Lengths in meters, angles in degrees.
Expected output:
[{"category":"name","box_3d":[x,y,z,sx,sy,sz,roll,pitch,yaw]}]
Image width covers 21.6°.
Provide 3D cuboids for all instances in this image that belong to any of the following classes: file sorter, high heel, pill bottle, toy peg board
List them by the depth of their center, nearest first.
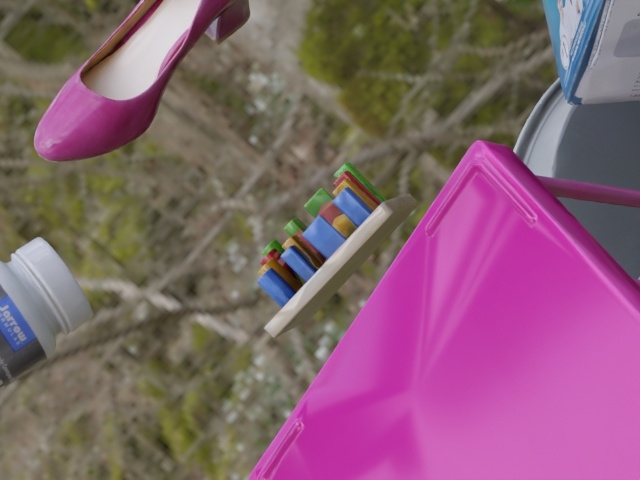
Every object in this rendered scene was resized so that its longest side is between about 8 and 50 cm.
[{"category":"file sorter","box_3d":[0.151,0.133,0.708,0.182,0.291,0.202,4,-52,-46]},{"category":"pill bottle","box_3d":[-0.223,0.061,1.097,0.137,0.078,0.078,-35,4,-14]},{"category":"high heel","box_3d":[-0.141,-0.165,1.349,0.244,0.082,0.117,-38,-27,-23]},{"category":"toy peg board","box_3d":[0.000,0.000,1.581,0.161,0.079,0.160,-47,-6,11]}]

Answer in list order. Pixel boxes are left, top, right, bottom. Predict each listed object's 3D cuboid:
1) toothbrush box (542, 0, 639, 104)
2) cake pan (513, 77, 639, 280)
[{"category":"toothbrush box","box_3d":[0.210,-0.228,0.844,0.126,0.216,0.296,98,167,-61]},{"category":"cake pan","box_3d":[0.258,-0.014,1.008,0.293,0.293,0.054,-51,-10,-15]}]
